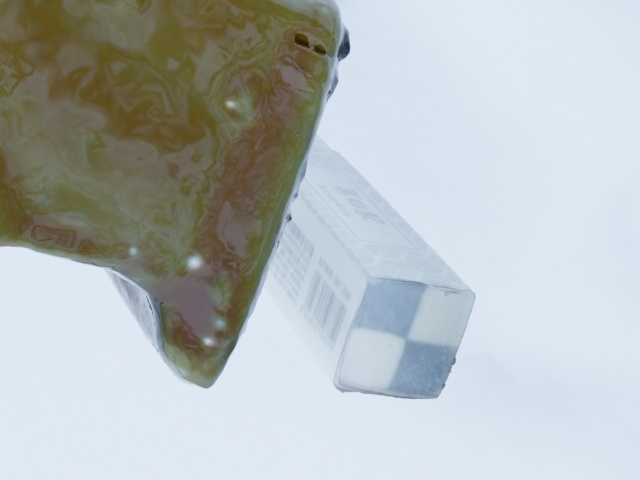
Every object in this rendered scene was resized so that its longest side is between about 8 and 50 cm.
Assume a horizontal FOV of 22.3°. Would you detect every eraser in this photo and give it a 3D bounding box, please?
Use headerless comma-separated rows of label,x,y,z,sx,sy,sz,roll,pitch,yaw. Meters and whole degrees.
eraser,0.000,0.000,1.347,0.096,0.404,0.098,11,108,-22

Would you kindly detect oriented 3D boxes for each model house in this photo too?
model house,-0.133,-0.102,0.695,0.239,0.268,0.173,26,104,-37
